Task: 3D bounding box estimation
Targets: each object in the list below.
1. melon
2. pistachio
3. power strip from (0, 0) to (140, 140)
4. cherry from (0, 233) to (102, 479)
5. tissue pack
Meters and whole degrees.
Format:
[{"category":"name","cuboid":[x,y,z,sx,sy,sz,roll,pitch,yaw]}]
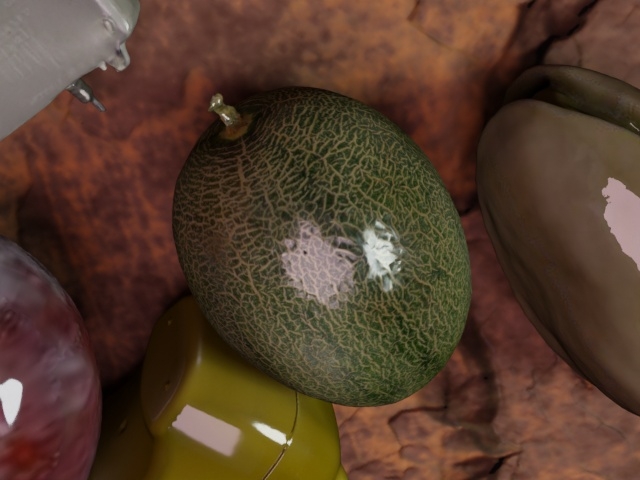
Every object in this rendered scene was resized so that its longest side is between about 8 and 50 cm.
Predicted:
[{"category":"melon","cuboid":[0.000,0.000,0.522,0.139,0.139,0.192,-30,118,14]},{"category":"pistachio","cuboid":[0.162,0.007,0.546,0.136,0.136,0.226,-31,111,14]},{"category":"power strip","cuboid":[-0.223,-0.189,0.456,0.106,0.043,0.367,-33,116,17]},{"category":"cherry","cuboid":[-0.250,0.100,0.525,0.285,0.213,0.236,-31,115,-3]},{"category":"tissue pack","cuboid":[-0.071,0.129,0.600,0.127,0.123,0.178,32,114,-27]}]
